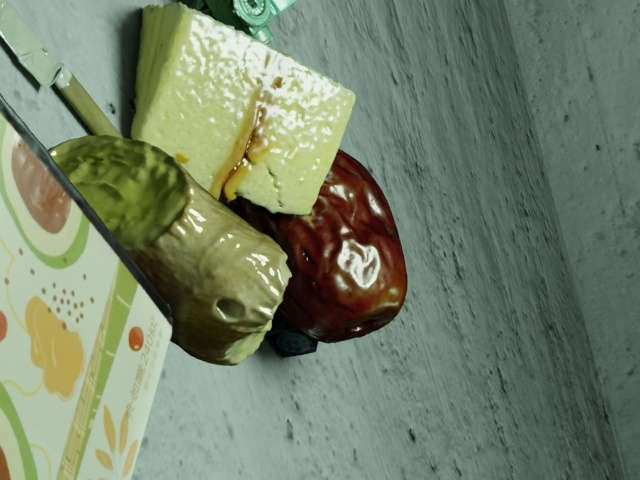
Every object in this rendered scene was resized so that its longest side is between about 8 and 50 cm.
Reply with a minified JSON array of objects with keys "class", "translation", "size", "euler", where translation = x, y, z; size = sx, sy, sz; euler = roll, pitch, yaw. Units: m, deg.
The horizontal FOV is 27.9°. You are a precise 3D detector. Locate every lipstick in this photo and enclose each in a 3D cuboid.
[{"class":"lipstick","translation":[-0.018,0.011,1.654],"size":[0.051,0.051,0.312],"euler":[56,30,-39]}]

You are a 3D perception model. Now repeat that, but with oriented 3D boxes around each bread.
[{"class":"bread","translation":[-0.106,-0.134,1.410],"size":[0.240,0.135,0.178],"euler":[22,88,-28]}]

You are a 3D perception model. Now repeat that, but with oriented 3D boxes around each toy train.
[{"class":"toy train","translation":[-0.112,-0.343,1.472],"size":[0.248,0.101,0.159],"euler":[58,48,-21]}]

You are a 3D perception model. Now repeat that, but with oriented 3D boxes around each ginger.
[{"class":"ginger","translation":[-0.140,0.015,1.144],"size":[0.130,0.275,0.221],"euler":[-50,138,-15]}]

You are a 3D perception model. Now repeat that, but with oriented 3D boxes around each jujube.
[{"class":"jujube","translation":[0.000,0.000,1.514],"size":[0.183,0.183,0.243],"euler":[21,40,-64]}]

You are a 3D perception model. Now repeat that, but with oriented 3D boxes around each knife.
[{"class":"knife","translation":[-0.257,-0.160,1.211],"size":[0.298,0.017,0.047],"euler":[56,38,-44]}]

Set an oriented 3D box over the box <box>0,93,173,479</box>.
[{"class":"box","translation":[-0.257,0.130,0.849],"size":[0.344,0.122,0.385],"euler":[60,35,-50]}]
